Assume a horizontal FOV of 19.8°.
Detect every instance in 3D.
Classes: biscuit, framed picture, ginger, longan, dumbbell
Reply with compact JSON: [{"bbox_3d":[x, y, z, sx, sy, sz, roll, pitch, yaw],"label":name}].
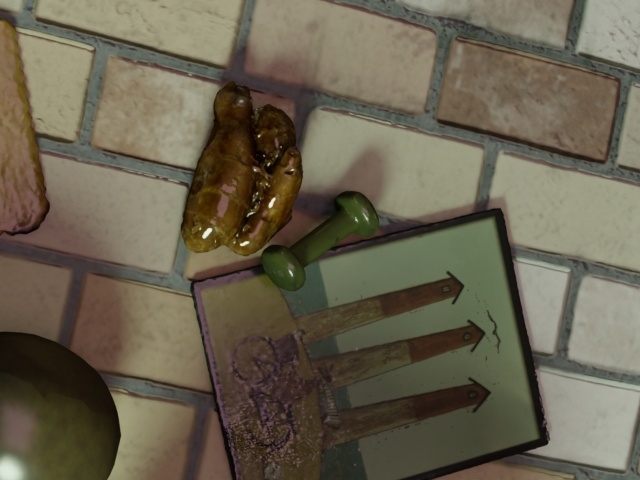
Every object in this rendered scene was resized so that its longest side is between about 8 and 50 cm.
[{"bbox_3d":[-0.367,-0.105,1.608,0.232,0.013,0.237,-11,95,-18],"label":"biscuit"},{"bbox_3d":[0.053,0.120,1.757,0.323,0.013,0.244,-14,96,-18],"label":"framed picture"},{"bbox_3d":[-0.063,-0.059,1.681,0.103,0.073,0.162,15,85,-19],"label":"ginger"},{"bbox_3d":[-0.265,0.162,1.574,0.189,0.189,0.189,0,91,-19],"label":"longan"},{"bbox_3d":[0.000,0.000,1.706,0.118,0.052,0.046,-36,117,-25],"label":"dumbbell"}]
